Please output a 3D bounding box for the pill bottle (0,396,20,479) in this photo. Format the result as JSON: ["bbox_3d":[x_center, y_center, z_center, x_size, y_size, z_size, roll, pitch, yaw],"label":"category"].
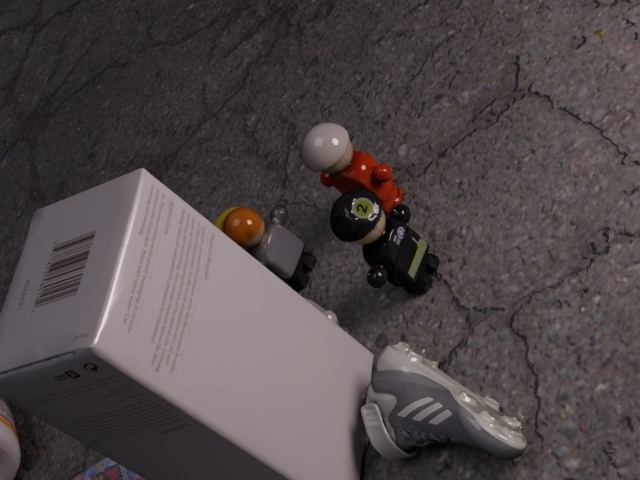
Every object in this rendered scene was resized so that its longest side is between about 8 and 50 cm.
[{"bbox_3d":[-0.508,0.223,1.572,0.162,0.162,0.278,-44,38,7],"label":"pill bottle"}]

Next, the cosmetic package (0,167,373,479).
[{"bbox_3d":[-0.115,0.122,1.102,0.155,0.365,0.197,-18,46,32],"label":"cosmetic package"}]

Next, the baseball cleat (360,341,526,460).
[{"bbox_3d":[0.112,0.177,1.091,0.109,0.072,0.206,-63,33,6],"label":"baseball cleat"}]

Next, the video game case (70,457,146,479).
[{"bbox_3d":[-0.239,0.301,1.361,0.166,0.015,0.119,-33,41,20],"label":"video game case"}]

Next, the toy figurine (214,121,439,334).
[{"bbox_3d":[0.000,0.000,1.265,0.209,0.148,0.213,-38,40,15],"label":"toy figurine"}]
